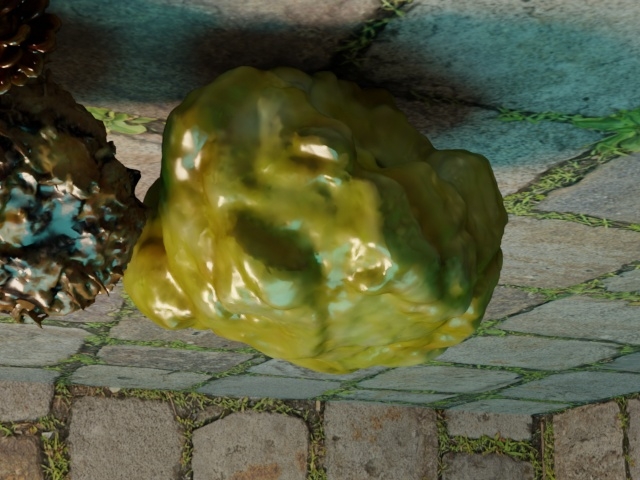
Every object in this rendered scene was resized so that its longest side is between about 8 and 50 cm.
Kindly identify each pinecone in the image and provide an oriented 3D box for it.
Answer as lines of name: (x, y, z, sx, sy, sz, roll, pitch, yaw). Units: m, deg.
pinecone: (-0.249, -0.167, 0.805, 0.102, 0.102, 0.109, -8, 131, 26)

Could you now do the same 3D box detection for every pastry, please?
pastry: (-0.282, -0.038, 0.927, 0.275, 0.193, 0.275, 32, 156, 16)

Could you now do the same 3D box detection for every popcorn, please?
popcorn: (-0.001, 0.005, 1.012, 0.334, 0.292, 0.293, 23, -160, -6)
